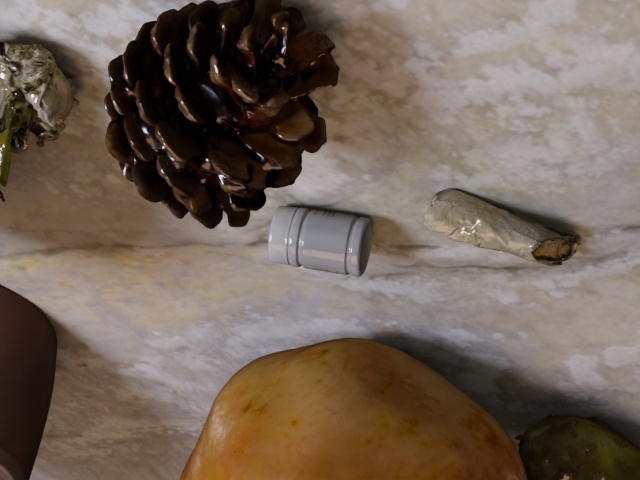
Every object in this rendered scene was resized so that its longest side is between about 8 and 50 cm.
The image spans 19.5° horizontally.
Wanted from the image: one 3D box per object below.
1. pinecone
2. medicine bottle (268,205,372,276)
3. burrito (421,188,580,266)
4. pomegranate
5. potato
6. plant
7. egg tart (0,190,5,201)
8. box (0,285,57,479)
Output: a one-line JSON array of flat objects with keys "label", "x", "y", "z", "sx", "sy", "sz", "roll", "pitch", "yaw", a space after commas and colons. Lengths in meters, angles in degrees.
[{"label": "pinecone", "x": -0.079, "y": -0.113, "z": 1.573, "sx": 0.204, "sy": 0.179, "sz": 0.184, "roll": -25, "pitch": 153, "yaw": 24}, {"label": "medicine bottle", "x": 0.000, "y": 0.000, "z": 1.794, "sx": 0.091, "sy": 0.058, "sz": 0.058, "roll": 9, "pitch": 146, "yaw": 12}, {"label": "burrito", "x": 0.167, "y": -0.008, "z": 1.719, "sx": 0.149, "sy": 0.055, "sz": 0.041, "roll": 19, "pitch": 116, "yaw": 1}, {"label": "pomegranate", "x": 0.043, "y": 0.303, "z": 1.949, "sx": 0.411, "sy": 0.411, "sz": 0.411, "roll": 12, "pitch": 146, "yaw": 8}, {"label": "potato", "x": 0.298, "y": 0.270, "z": 2.010, "sx": 0.149, "sy": 0.113, "sz": 0.251, "roll": -15, "pitch": 143, "yaw": 33}, {"label": "plant", "x": -0.283, "y": -0.116, "z": 1.701, "sx": 0.104, "sy": 0.122, "sz": 0.116, "roll": 11, "pitch": 156, "yaw": 14}, {"label": "egg tart", "x": -0.412, "y": -0.071, "z": 1.743, "sx": 0.345, "sy": 0.132, "sz": 0.345, "roll": 45, "pitch": 166, "yaw": 14}, {"label": "box", "x": -0.439, "y": 0.172, "z": 2.100, "sx": 0.301, "sy": 0.216, "sz": 0.301, "roll": 13, "pitch": 146, "yaw": 9}]
